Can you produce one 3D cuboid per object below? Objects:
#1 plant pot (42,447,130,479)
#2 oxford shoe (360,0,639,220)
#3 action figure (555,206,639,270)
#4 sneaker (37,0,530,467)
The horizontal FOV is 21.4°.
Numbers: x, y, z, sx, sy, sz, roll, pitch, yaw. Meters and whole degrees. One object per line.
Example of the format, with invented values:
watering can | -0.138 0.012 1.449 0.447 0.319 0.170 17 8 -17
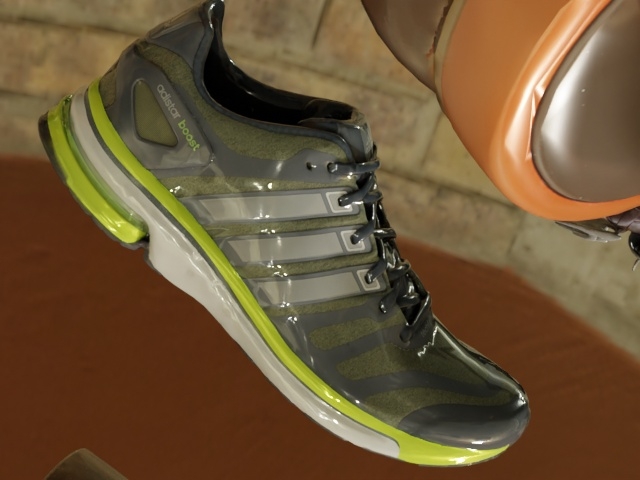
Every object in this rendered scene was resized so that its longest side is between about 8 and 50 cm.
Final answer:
plant pot | -0.118 0.293 1.185 0.230 0.215 0.215 27 -139 8
oxford shoe | 0.147 -0.173 0.416 0.133 0.363 0.130 54 -172 37
action figure | 0.261 -0.093 1.291 0.185 0.285 0.099 3 -153 17
sneaker | 0.000 0.000 0.873 0.300 0.121 0.111 40 -158 -9
